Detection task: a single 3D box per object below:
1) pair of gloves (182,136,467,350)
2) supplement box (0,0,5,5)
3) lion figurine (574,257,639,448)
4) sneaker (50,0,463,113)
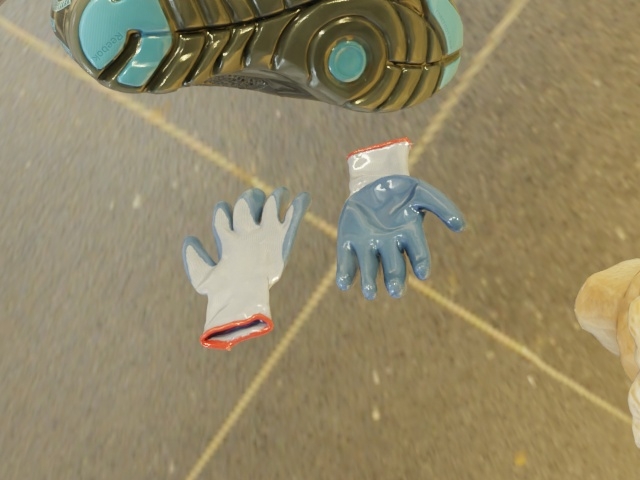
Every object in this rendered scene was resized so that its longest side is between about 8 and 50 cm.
[{"bbox_3d":[0.000,0.000,1.215,0.198,0.159,0.023,-16,128,12],"label":"pair of gloves"},{"bbox_3d":[-0.112,-0.137,0.514,0.239,0.073,0.130,-43,98,4],"label":"supplement box"},{"bbox_3d":[0.199,0.182,0.678,0.142,0.240,0.392,-11,78,31],"label":"lion figurine"},{"bbox_3d":[-0.048,-0.178,1.469,0.341,0.140,0.125,3,102,-25],"label":"sneaker"}]
